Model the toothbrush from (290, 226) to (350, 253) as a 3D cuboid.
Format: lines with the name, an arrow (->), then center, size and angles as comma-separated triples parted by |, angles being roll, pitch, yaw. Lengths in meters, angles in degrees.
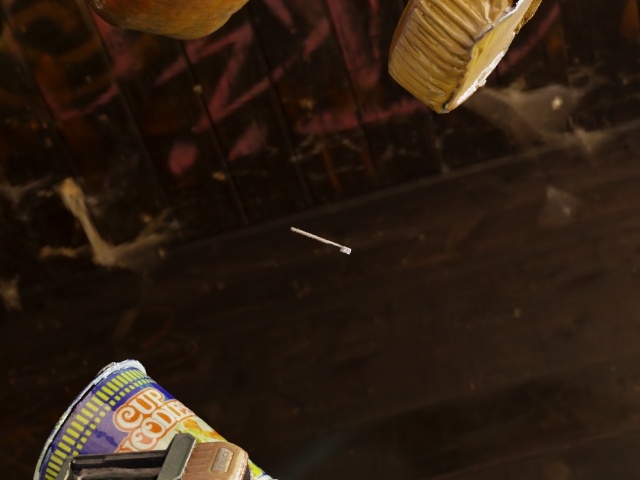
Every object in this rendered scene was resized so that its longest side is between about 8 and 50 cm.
toothbrush -> 0.000, 0.000, 1.707 | 0.006, 0.097, 0.008 | -18, -128, 69

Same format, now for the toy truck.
toy truck -> -0.150, 0.229, 1.032 | 0.192, 0.092, 0.083 | -5, -157, 11

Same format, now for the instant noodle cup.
instant noodle cup -> -0.246, 0.383, 1.867 | 0.312, 0.284, 0.284 | 29, -128, 18

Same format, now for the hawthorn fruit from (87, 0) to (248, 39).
hawthorn fruit -> -0.193, -0.416, 1.605 | 0.301, 0.268, 0.268 | -23, -160, 51

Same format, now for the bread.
bread -> 0.151, -0.234, 1.238 | 0.104, 0.199, 0.199 | 39, -124, 9
